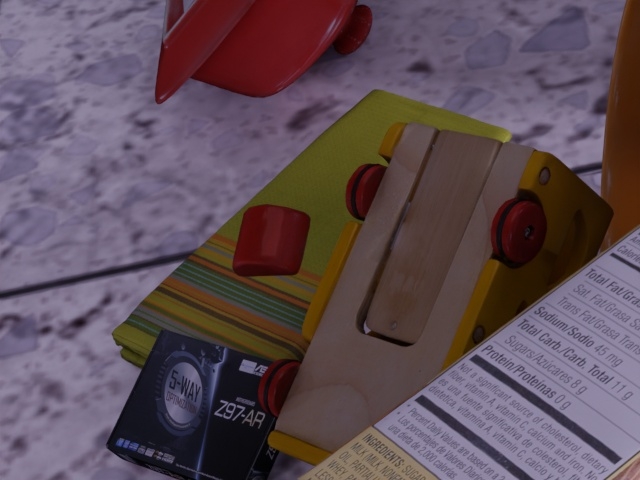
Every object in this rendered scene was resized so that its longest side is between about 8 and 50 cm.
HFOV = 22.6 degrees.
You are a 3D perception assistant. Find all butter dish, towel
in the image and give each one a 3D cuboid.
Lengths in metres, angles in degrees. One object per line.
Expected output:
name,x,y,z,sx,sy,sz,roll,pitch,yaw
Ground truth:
butter dish,-0.020,-0.156,0.997,0.160,0.118,0.160,-45,29,32
towel,0.000,0.000,0.877,0.102,0.021,0.237,22,52,33

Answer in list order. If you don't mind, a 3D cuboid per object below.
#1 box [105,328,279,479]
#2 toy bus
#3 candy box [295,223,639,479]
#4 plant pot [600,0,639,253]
box,-0.055,0.085,0.777,0.083,0.018,0.067,14,70,31
toy bus,0.055,0.049,0.729,0.202,0.104,0.191,-32,52,22
candy box,0.064,0.139,0.560,0.316,0.183,0.087,-35,44,-21
plant pot,0.237,-0.033,0.713,0.188,0.205,0.205,4,41,-1
